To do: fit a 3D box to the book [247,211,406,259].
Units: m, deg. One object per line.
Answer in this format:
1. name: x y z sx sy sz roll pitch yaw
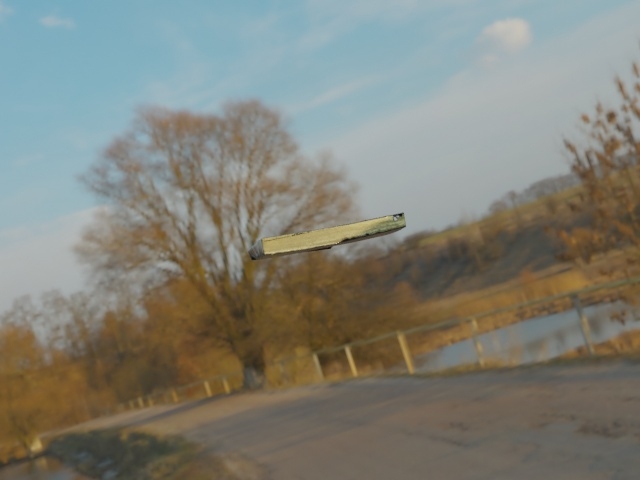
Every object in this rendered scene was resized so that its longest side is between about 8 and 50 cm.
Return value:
1. book: 0.000 0.001 1.130 0.157 0.026 0.231 -12 -1 -8
